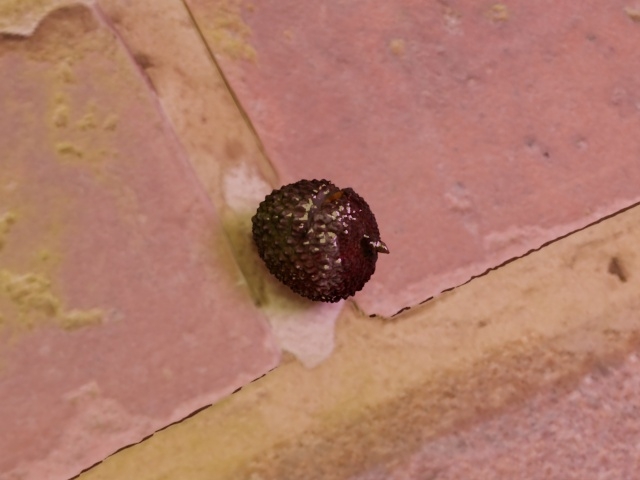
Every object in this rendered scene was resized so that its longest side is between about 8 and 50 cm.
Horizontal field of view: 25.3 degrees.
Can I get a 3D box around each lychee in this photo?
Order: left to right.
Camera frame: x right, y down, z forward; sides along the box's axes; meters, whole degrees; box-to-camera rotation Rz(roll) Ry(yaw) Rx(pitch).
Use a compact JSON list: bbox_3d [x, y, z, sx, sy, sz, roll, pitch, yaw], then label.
[{"bbox_3d":[0.000,0.000,0.822,0.083,0.068,0.067,19,66,21],"label":"lychee"}]
